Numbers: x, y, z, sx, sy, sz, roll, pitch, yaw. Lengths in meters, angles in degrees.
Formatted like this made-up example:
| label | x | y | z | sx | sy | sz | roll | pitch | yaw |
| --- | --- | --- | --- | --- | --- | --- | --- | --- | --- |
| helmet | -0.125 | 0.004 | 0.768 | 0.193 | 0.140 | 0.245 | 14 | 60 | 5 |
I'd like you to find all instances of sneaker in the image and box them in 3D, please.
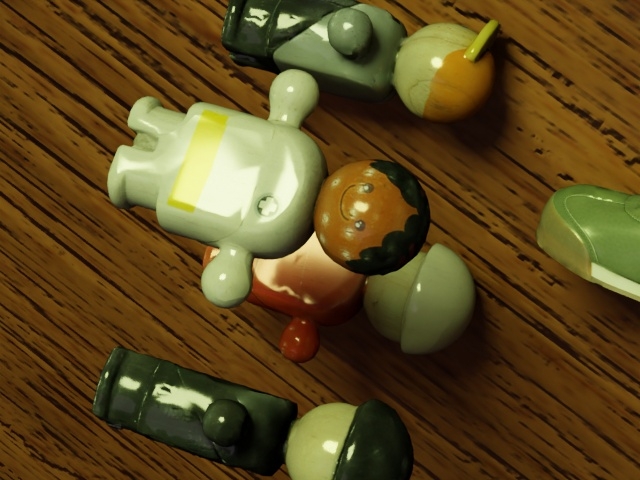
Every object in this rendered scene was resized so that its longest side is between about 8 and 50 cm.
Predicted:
| label | x | y | z | sx | sy | sz | roll | pitch | yaw |
| --- | --- | --- | --- | --- | --- | --- | --- | --- | --- |
| sneaker | 0.198 | -0.005 | 0.756 | 0.192 | 0.064 | 0.086 | 24 | 121 | 18 |

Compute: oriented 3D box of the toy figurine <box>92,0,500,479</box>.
| label | x | y | z | sx | sy | sz | roll | pitch | yaw |
| --- | --- | --- | --- | --- | --- | --- | --- | --- | --- |
| toy figurine | 0.000 | 0.000 | 0.785 | 0.148 | 0.213 | 0.209 | 17 | 124 | 12 |
